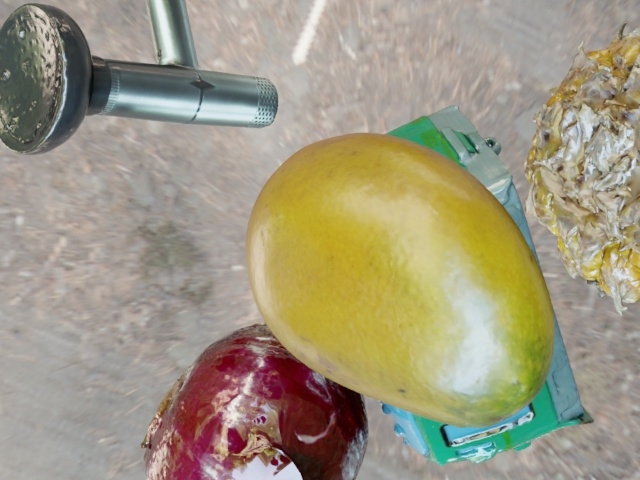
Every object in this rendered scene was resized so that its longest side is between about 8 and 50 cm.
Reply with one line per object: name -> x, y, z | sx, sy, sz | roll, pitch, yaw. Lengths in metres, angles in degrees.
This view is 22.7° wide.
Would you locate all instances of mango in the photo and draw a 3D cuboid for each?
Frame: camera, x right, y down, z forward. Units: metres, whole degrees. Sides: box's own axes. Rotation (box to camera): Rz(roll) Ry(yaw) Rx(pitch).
mango -> 0.045, 0.018, 0.919 | 0.120, 0.221, 0.151 | -11, 112, -39

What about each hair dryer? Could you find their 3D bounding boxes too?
hair dryer -> -0.228, -0.229, 1.742 | 0.155, 0.320, 0.284 | -49, 63, 37

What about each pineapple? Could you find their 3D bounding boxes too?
pineapple -> 0.222, -0.055, 1.110 | 0.225, 0.076, 0.224 | -4, 84, 41

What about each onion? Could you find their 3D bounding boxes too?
onion -> -0.056, 0.193, 1.568 | 0.216, 0.206, 0.207 | 27, 102, 0

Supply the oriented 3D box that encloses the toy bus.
toy bus -> 0.124, 0.061, 1.563 | 0.199, 0.183, 0.343 | -25, 124, -3
